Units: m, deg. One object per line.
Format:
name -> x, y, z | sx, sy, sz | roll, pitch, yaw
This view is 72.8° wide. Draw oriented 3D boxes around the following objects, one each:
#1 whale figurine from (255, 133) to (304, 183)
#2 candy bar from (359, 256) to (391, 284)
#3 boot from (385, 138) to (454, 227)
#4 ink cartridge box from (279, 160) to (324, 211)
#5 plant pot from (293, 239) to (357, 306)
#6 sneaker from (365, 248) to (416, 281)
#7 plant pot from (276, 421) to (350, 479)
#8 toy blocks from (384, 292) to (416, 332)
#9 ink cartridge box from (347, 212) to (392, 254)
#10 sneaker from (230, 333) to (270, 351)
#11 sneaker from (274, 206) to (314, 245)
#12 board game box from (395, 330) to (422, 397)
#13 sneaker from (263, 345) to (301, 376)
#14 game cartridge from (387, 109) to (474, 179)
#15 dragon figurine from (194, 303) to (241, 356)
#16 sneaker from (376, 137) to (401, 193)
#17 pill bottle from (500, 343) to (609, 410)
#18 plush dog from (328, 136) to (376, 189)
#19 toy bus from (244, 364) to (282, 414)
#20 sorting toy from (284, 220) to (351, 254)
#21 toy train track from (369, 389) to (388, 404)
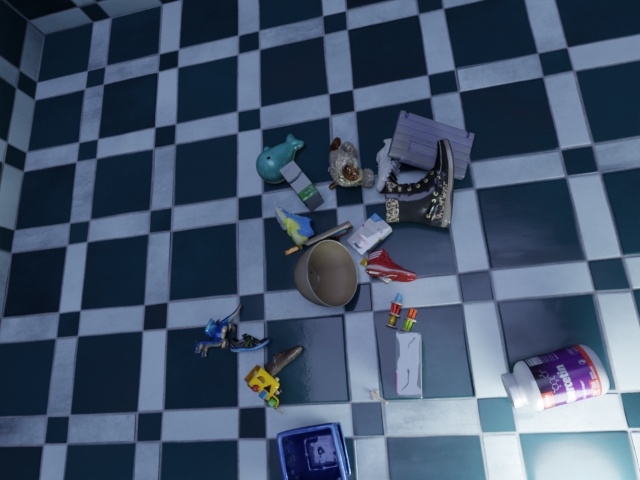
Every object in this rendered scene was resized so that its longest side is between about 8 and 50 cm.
whale figurine -> -0.201, -0.412, 2.126 | 0.216, 0.141, 0.272 | 38, 85, 21
candy bar -> 0.244, 0.135, 1.924 | 0.161, 0.018, 0.040 | 39, 89, 20
boot -> 0.422, -0.240, 1.865 | 0.285, 0.138, 0.376 | 0, 106, 12
ink cartridge box -> -0.087, -0.256, 2.048 | 0.087, 0.153, 0.208 | -38, 70, 1
plant pot -> -0.006, 0.153, 1.874 | 0.191, 0.284, 0.283 | -17, 66, 48
sneaker -> 0.311, 0.099, 1.884 | 0.222, 0.087, 0.127 | 12, 59, -2
plant pot -> -0.013, 0.835, 1.685 | 0.236, 0.212, 0.235 | -16, 71, 10
toy blocks -> 0.348, 0.303, 1.831 | 0.123, 0.054, 0.148 | 15, 78, 18
ink cartridge box -> 0.220, -0.021, 1.951 | 0.181, 0.061, 0.104 | -44, 69, -1
sneaker -> -0.319, 0.454, 1.948 | 0.188, 0.067, 0.078 | -10, 79, 14
sneaker -> -0.116, -0.085, 2.054 | 0.126, 0.091, 0.240 | -29, 66, -17
board game box -> 0.339, 0.469, 1.652 | 0.098, 0.303, 0.223 | 0, 74, 14
sneaker -> -0.170, 0.510, 1.895 | 0.188, 0.066, 0.071 | -41, 68, 0
game cartridge -> 0.493, -0.423, 1.947 | 0.356, 0.068, 0.230 | 17, 83, -3
dragon figurine -> -0.473, 0.406, 1.990 | 0.144, 0.085, 0.288 | 17, 81, 18
sneaker -> 0.308, -0.348, 2.010 | 0.119, 0.110, 0.291 | 14, 73, 28
pill bottle -> 0.842, 0.506, 1.581 | 0.323, 0.181, 0.181 | -19, 71, 8
plush dog -> 0.103, -0.338, 1.984 | 0.211, 0.225, 0.262 | -32, 70, 3
toy bus -> -0.222, 0.617, 1.834 | 0.191, 0.202, 0.104 | 30, 68, 29
sorting toy -> 0.000, 0.000, 1.920 | 0.308, 0.229, 0.041 | -26, 87, 6
toy train track -> 0.239, 0.644, 1.782 | 0.083, 0.014, 0.048 | 30, 84, 19
